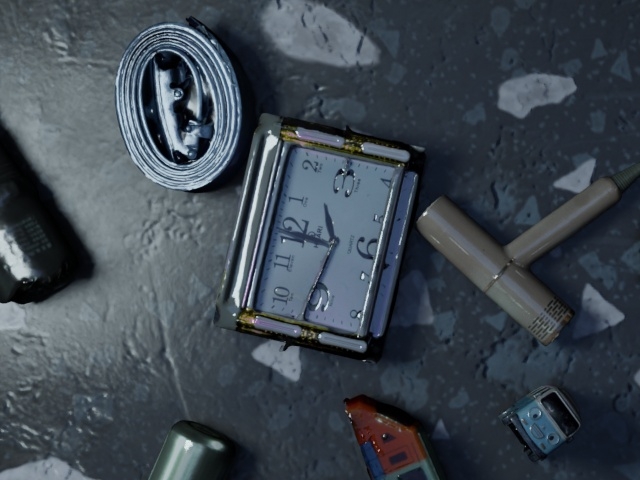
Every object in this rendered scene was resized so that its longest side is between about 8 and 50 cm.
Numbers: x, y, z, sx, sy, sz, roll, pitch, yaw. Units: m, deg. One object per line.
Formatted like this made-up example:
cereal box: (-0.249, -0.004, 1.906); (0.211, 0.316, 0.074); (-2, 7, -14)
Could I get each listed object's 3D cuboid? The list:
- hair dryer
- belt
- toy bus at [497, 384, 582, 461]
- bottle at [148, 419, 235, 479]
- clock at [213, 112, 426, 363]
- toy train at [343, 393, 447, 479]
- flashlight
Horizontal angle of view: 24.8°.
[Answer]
hair dryer: (0.242, -0.032, 1.565); (0.195, 0.053, 0.220); (41, 92, 6)
belt: (-0.148, -0.148, 1.596); (0.141, 0.082, 0.190); (-12, 88, 8)
toy bus: (0.234, 0.188, 1.524); (0.075, 0.123, 0.060); (-36, 85, 0)
bottle: (-0.167, 0.325, 1.587); (0.096, 0.079, 0.253); (24, 89, -32)
clock: (0.000, 0.000, 1.574); (0.186, 0.083, 0.253); (13, 89, 7)
toy train: (0.136, 0.346, 1.546); (0.089, 0.086, 0.409); (-23, 85, 4)
flashlight: (-0.410, -0.124, 1.618); (0.103, 0.103, 0.424); (-32, 84, 4)
